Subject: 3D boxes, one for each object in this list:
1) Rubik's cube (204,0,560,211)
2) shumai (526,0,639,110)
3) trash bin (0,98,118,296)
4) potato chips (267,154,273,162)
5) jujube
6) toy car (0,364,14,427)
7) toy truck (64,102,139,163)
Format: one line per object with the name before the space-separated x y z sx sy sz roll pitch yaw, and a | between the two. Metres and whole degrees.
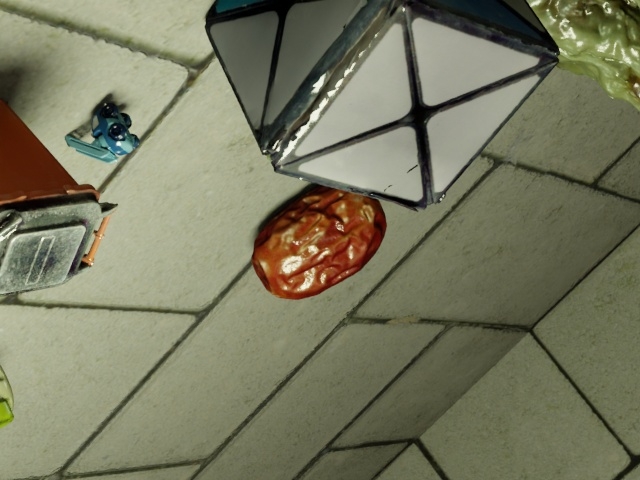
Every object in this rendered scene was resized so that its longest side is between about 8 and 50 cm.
Rubik's cube | 0.066 -0.258 1.649 0.305 0.307 0.310 11 129 -38
shumai | 0.533 -0.370 2.121 0.397 0.323 0.324 -40 157 4
trash bin | -0.385 -0.059 1.558 0.184 0.238 0.161 -9 140 -41
potato chips | 0.059 -0.262 1.953 0.389 0.097 0.373 -40 154 3
jujube | 0.000 0.000 2.238 0.250 0.174 0.174 -34 155 -14
toy car | -0.604 0.268 1.982 0.235 0.145 0.235 -26 172 -4
toy truck | -0.301 -0.140 1.733 0.090 0.073 0.056 -27 156 9
